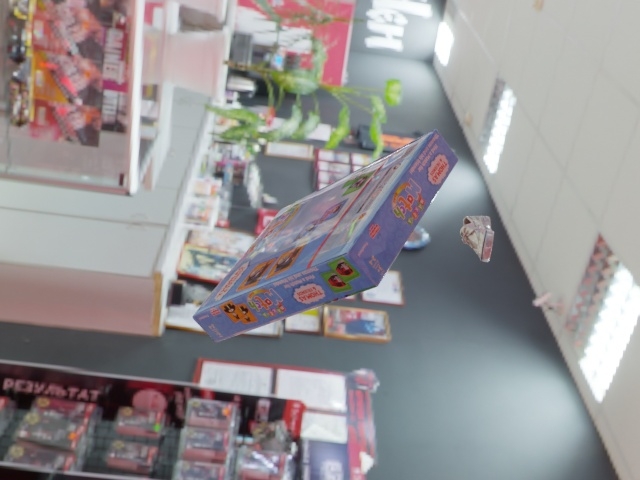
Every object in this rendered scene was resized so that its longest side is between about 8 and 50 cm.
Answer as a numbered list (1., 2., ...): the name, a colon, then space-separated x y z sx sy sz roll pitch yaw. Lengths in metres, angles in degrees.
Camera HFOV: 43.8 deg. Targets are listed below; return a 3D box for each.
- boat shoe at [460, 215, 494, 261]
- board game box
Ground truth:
1. boat shoe: 0.177 -0.005 0.909 0.100 0.035 0.035 -73 170 -64
2. board game box: 0.000 0.000 0.668 0.211 0.039 0.160 -22 -157 47
